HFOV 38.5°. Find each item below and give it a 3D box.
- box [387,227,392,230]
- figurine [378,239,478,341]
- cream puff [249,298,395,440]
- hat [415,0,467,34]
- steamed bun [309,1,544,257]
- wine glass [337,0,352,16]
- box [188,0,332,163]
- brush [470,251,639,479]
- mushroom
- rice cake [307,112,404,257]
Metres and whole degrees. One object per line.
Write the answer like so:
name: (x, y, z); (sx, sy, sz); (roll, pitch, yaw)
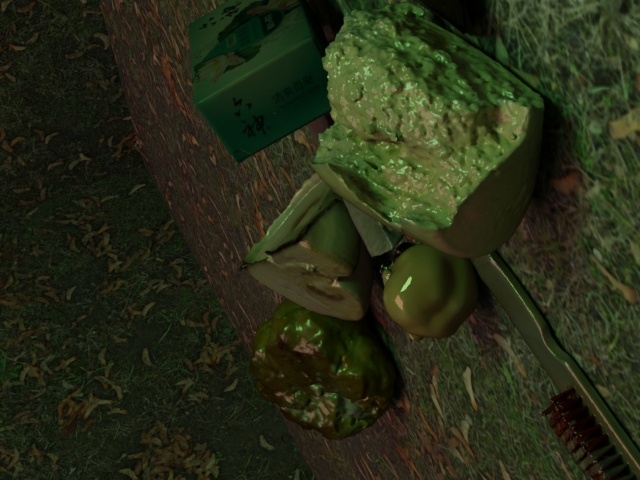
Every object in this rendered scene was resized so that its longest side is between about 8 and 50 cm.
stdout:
box: (0.087, -0.076, 1.081); (0.122, 0.062, 0.089); (60, 164, 26)
figurine: (0.119, 0.042, 1.098); (0.108, 0.114, 0.196); (48, -177, -19)
cream puff: (0.018, 0.201, 1.569); (0.281, 0.185, 0.282); (15, 130, 19)
hat: (0.091, -0.253, 0.818); (0.146, 0.067, 0.146); (34, -165, -10)
steamed bun: (0.090, -0.091, 0.836); (0.225, 0.170, 0.200); (38, 147, 48)
wine glass: (0.037, -0.231, 0.989); (0.196, 0.079, 0.079); (63, 165, 12)
box: (-0.069, -0.214, 1.087); (0.092, 0.153, 0.245); (55, -169, -34)
brush: (0.232, 0.136, 0.936); (0.321, 0.050, 0.060); (60, 168, 27)
mushroom: (0.024, 0.007, 1.352); (0.173, 0.162, 0.236); (34, 158, -16)
rice cake: (0.025, -0.136, 1.189); (0.365, 0.056, 0.073); (63, 153, 23)
